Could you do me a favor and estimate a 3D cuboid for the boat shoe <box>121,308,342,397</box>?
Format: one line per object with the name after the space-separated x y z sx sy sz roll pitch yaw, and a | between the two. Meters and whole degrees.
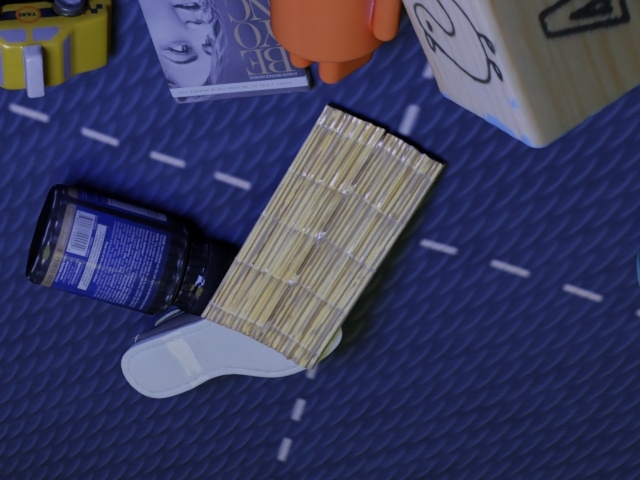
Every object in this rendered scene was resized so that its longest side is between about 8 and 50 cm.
-0.104 0.115 2.017 0.305 0.091 0.109 -15 112 26 | boat shoe

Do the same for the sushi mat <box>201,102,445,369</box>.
0.000 0.000 1.872 0.151 0.019 0.316 29 114 -7 | sushi mat

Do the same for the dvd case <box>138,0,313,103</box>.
-0.113 -0.247 1.755 0.164 0.018 0.221 -3 129 19 | dvd case

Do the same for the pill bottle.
-0.229 0.019 1.937 0.219 0.123 0.123 17 134 -15 | pill bottle

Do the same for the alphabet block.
0.198 -0.235 1.513 0.193 0.192 0.197 -34 123 -12 | alphabet block

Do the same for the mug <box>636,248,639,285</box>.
0.408 0.041 1.771 0.097 0.129 0.158 -13 125 30 | mug

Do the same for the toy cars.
-0.381 -0.238 1.688 0.176 0.087 0.393 -39 137 25 | toy cars

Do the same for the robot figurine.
0.009 -0.267 1.628 0.128 0.158 0.219 -6 132 -7 | robot figurine
